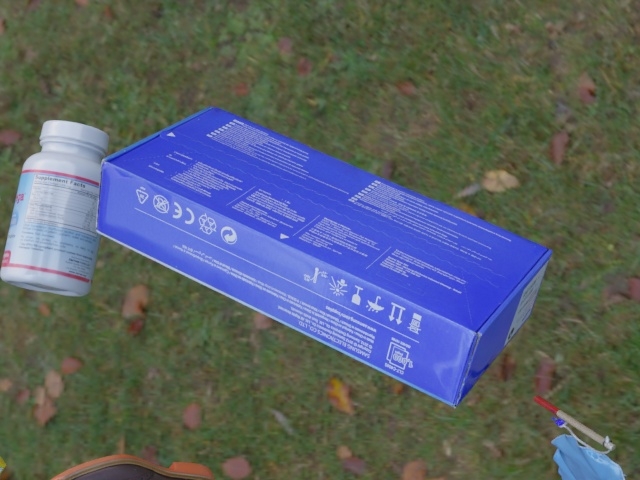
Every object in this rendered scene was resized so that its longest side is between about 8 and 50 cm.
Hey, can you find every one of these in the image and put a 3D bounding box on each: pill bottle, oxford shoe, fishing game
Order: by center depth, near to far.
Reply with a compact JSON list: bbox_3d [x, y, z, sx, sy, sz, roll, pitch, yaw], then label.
[{"bbox_3d":[-0.252,-0.031,1.096,0.087,0.087,0.160,3,78,32],"label":"pill bottle"},{"bbox_3d":[0.329,0.288,1.254,0.041,0.264,0.189,-33,26,-13],"label":"fishing game"},{"bbox_3d":[-0.236,0.343,1.457,0.097,0.271,0.098,-56,46,28],"label":"oxford shoe"}]

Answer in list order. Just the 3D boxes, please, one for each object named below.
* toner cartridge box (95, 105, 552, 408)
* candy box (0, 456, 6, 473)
[{"bbox_3d":[0.000,0.000,0.947,0.348,0.165,0.075,25,122,21],"label":"toner cartridge box"},{"bbox_3d":[-0.514,0.306,1.452,0.105,0.206,0.027,-54,48,4],"label":"candy box"}]
